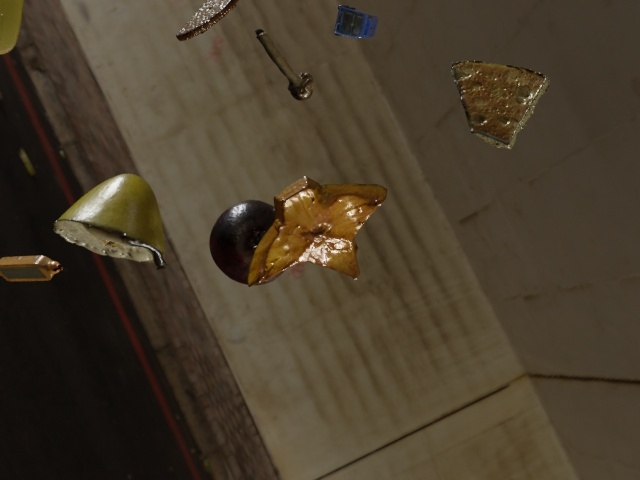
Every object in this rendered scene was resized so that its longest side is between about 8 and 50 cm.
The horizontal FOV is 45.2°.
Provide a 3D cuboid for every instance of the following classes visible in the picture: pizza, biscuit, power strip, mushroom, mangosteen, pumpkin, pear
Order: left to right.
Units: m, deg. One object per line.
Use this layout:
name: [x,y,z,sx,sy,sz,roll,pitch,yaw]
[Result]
power strip: [-0.577,0.055,1.529,0.049,0.178,0.028,62,39,-37]
pear: [-0.433,-0.059,1.665,0.267,0.266,0.178,72,33,-74]
biscuit: [-0.226,-0.508,1.682,0.126,0.206,0.025,3,-39,45]
mangosteen: [-0.197,0.008,2.135,0.236,0.235,0.261,65,-20,-7]
mushroom: [-0.077,-0.389,1.681,0.187,0.061,0.060,54,11,-11]
pumpkin: [-0.013,-0.019,1.750,0.095,0.290,0.258,-123,-141,-55]
pizza: [0.348,-0.285,1.598,0.204,0.188,0.081,23,-16,15]

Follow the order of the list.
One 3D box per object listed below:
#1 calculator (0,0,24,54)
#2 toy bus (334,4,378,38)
calculator: [-0.587,-0.428,1.342,0.033,0.157,0.237,27,-62,29]
toy bus: [0.097,-0.582,2.053,0.236,0.094,0.079,-52,151,-71]
